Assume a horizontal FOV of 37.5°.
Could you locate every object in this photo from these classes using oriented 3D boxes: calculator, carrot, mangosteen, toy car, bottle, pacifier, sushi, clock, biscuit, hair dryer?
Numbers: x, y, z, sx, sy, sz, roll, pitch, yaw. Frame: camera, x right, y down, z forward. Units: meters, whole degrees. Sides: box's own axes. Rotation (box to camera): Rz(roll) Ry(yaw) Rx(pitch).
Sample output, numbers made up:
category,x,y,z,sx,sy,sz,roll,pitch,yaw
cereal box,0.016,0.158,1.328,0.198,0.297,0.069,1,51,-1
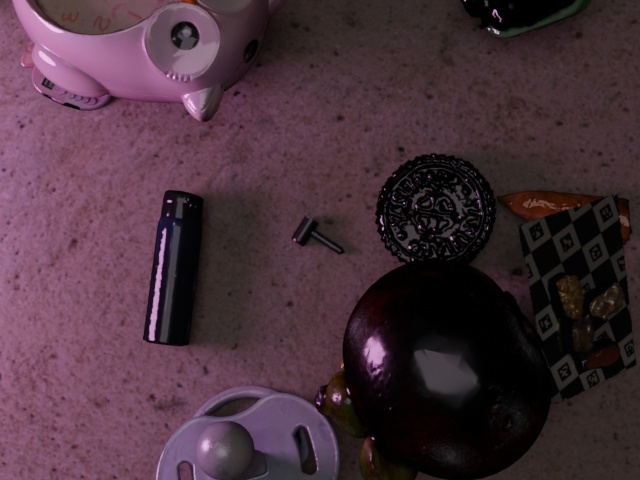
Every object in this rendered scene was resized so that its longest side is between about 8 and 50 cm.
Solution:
category,x,y,z,sx,sy,sz,roll,pitch,yaw
calculator,-0.417,-0.275,1.561,0.166,0.024,0.103,27,88,5
carrot,0.371,-0.046,1.443,0.205,0.072,0.072,11,86,6
mangosteen,0.162,0.190,1.326,0.330,0.330,0.330,0,85,5
toy car,0.306,-0.499,1.439,0.213,0.176,0.358,-16,91,35
bottle,-0.231,0.042,1.491,0.072,0.082,0.244,10,85,-38
pacifier,-0.119,0.311,1.383,0.287,0.226,0.238,-14,65,3
sushi,0.389,0.089,1.357,0.192,0.043,0.279,-17,104,-26
clock,-0.256,-0.362,1.438,0.377,0.250,0.368,30,83,11
biscuit,0.178,-0.044,1.469,0.195,0.053,0.194,-1,84,6
hair dryer,0.000,0.000,1.499,0.083,0.026,0.047,32,90,0
